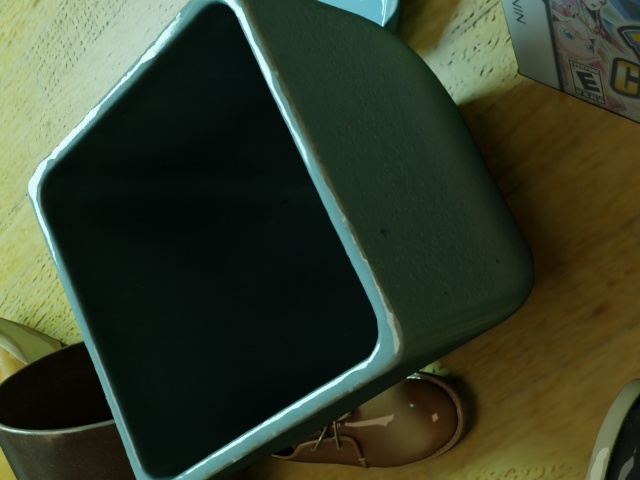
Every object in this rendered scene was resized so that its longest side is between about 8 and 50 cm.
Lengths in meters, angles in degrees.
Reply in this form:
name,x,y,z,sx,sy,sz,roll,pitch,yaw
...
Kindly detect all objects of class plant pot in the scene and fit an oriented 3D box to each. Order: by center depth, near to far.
name,x,y,z,sx,sy,sz,roll,pitch,yaw
plant pot,0.000,0.000,0.771,0.247,0.252,0.248,-37,70,37
plant pot,-0.154,0.219,0.984,0.215,0.215,0.230,2,111,42

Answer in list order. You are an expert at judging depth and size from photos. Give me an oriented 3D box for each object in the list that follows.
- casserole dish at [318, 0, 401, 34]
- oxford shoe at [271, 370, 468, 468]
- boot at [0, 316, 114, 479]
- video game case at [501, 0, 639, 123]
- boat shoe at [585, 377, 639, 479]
name,x,y,z,sx,sy,sz,roll,pitch,yaw
casserole dish,-0.002,-0.200,0.896,0.188,0.037,0.114,13,103,41
oxford shoe,0.020,0.149,0.890,0.212,0.076,0.076,-16,83,40
boot,-0.313,0.206,1.147,0.295,0.104,0.211,25,93,29
video game case,0.201,-0.137,0.609,0.275,0.248,0.035,31,71,36
boat shoe,0.226,0.253,0.682,0.113,0.127,0.340,7,101,40
